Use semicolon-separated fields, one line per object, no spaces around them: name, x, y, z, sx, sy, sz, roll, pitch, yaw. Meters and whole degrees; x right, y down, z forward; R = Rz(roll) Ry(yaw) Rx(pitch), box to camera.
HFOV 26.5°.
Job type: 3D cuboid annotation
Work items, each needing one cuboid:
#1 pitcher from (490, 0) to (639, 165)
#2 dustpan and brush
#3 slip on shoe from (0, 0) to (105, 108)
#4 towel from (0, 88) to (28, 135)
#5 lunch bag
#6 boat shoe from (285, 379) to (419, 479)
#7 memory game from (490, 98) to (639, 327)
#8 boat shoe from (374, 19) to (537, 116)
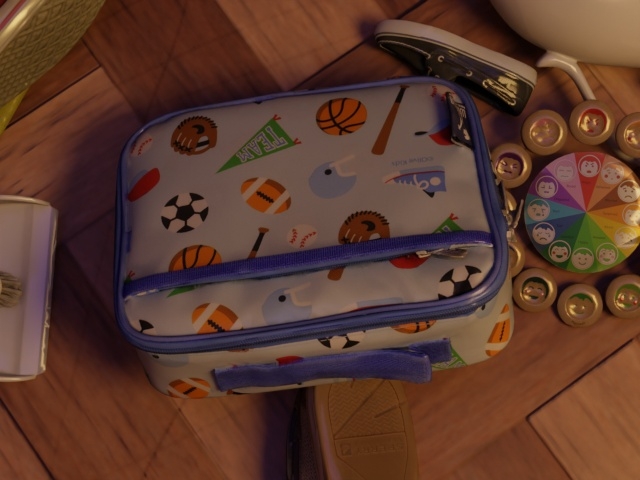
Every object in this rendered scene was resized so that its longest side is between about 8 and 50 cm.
pitcher;0.231;-0.172;1.103;0.207;0.125;0.177;25;90;-7
dustpan and brush;-0.321;0.032;1.064;0.211;0.060;0.147;4;88;1
slip on shoe;-0.286;-0.152;1.072;0.331;0.123;0.101;-44;82;-7
towel;-0.304;-0.117;1.130;0.102;0.021;0.237;27;78;0
lunch bag;0.000;0.000;1.016;0.303;0.115;0.243;-9;51;6
boat shoe;0.026;0.228;1.020;0.103;0.092;0.285;-1;74;-21
memory game;0.214;-0.021;1.087;0.186;0.012;0.186;1;95;6
boat shoe;0.109;-0.143;1.124;0.142;0.049;0.040;20;78;1
